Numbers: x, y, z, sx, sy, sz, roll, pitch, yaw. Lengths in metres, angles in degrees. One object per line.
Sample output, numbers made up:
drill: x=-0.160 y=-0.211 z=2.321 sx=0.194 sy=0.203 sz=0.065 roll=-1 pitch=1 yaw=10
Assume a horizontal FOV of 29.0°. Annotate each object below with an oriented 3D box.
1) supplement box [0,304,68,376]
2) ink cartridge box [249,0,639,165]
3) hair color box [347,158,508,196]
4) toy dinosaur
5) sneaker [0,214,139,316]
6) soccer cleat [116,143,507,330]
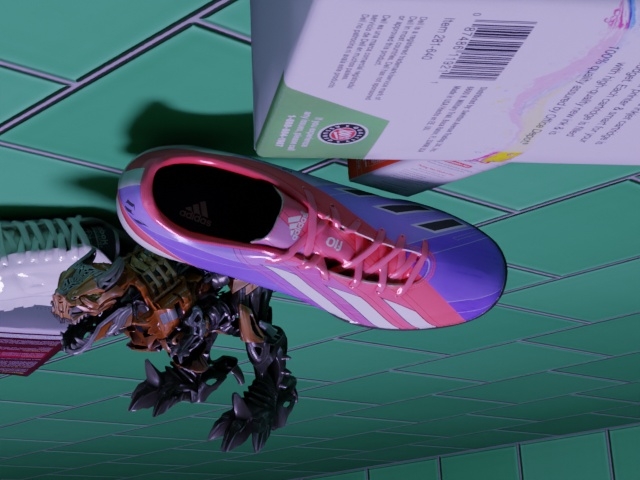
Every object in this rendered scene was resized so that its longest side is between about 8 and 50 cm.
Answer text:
supplement box: x=-0.351 y=0.090 z=1.348 sx=0.130 sy=0.073 sz=0.239 roll=6 pitch=160 yaw=-27
ink cartridge box: x=0.113 y=-0.125 z=0.636 sx=0.278 sy=0.117 sz=0.201 roll=0 pitch=163 yaw=-11
hair color box: x=0.094 y=-0.075 z=0.932 sx=0.141 sy=0.043 sz=0.072 roll=-17 pitch=159 yaw=42
toy dinosaur: x=-0.089 y=0.059 z=1.117 sx=0.322 sy=0.218 sz=0.164 roll=-8 pitch=-163 yaw=-24
sneaker: x=-0.250 y=0.011 z=1.115 sx=0.235 sy=0.090 sz=0.095 roll=5 pitch=149 yaw=-37
soccer cleat: x=0.000 y=0.000 z=0.949 sx=0.318 sy=0.109 sz=0.116 roll=16 pitch=175 yaw=-8
